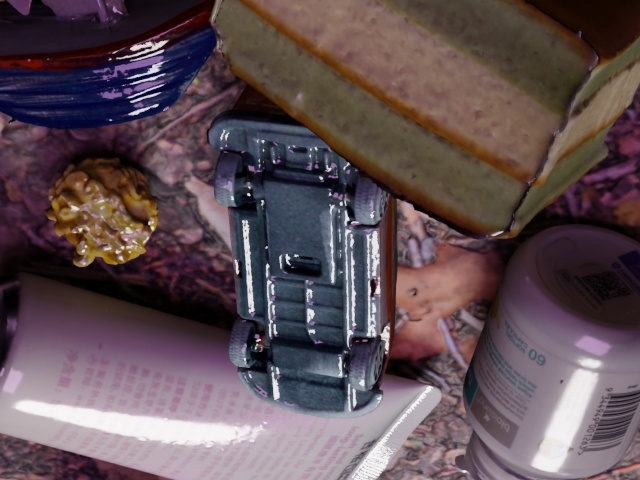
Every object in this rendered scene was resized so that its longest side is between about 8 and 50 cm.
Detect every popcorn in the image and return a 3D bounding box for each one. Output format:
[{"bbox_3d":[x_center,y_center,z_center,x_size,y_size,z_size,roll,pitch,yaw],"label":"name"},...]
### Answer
[{"bbox_3d":[-0.159,-0.021,1.198,0.083,0.057,0.082,-5,127,9],"label":"popcorn"}]

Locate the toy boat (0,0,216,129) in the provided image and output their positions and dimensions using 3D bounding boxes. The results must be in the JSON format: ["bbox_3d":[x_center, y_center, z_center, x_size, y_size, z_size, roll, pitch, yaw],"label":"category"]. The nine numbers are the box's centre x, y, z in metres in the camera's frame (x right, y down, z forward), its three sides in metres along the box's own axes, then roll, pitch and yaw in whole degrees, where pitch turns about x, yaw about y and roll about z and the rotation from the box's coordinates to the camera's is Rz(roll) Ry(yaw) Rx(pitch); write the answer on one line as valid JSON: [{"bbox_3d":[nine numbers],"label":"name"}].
[{"bbox_3d":[-0.202,-0.190,1.015,0.219,0.072,0.318,-26,120,25],"label":"toy boat"}]

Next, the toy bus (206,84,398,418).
[{"bbox_3d":[0.000,0.000,1.167,0.121,0.120,0.265,8,131,13],"label":"toy bus"}]

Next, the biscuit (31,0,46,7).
[{"bbox_3d":[-0.084,-0.239,1.022,0.322,0.038,0.099,-24,123,26],"label":"biscuit"}]

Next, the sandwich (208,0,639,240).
[{"bbox_3d":[0.085,-0.137,1.033,0.227,0.198,0.155,35,124,14],"label":"sandwich"}]

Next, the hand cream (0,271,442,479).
[{"bbox_3d":[-0.099,0.125,1.294,0.359,0.118,0.185,19,125,-23],"label":"hand cream"}]

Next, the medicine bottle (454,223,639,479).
[{"bbox_3d":[0.178,0.106,1.243,0.135,0.135,0.215,10,128,-7],"label":"medicine bottle"}]
